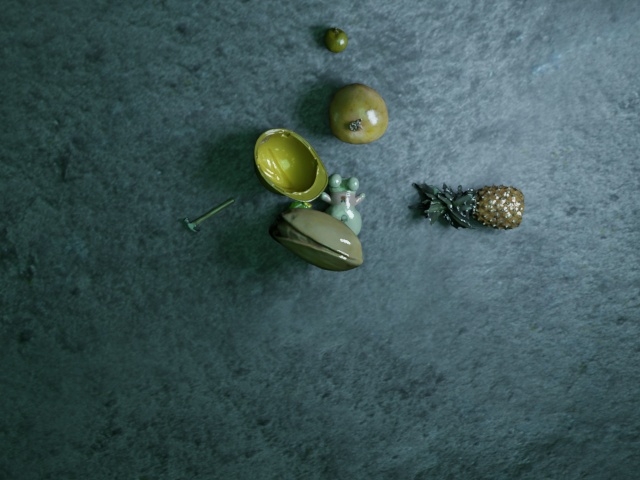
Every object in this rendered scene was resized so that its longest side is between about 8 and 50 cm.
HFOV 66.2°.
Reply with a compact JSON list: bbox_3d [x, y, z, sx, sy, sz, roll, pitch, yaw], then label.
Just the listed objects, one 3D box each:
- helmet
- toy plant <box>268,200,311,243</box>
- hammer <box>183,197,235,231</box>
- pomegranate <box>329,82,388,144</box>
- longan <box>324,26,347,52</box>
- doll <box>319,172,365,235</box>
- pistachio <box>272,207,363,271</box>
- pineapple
[{"bbox_3d":[-0.115,-0.219,1.553,0.257,0.140,0.205,45,63,-10],"label":"helmet"},{"bbox_3d":[-0.094,-0.065,1.624,0.092,0.093,0.162,38,99,-14],"label":"toy plant"},{"bbox_3d":[-0.363,-0.087,1.634,0.182,0.017,0.062,-30,106,3],"label":"hammer"},{"bbox_3d":[0.117,-0.384,1.503,0.191,0.191,0.192,-1,106,-4],"label":"pomegranate"},{"bbox_3d":[0.047,-0.611,1.486,0.075,0.083,0.075,0,67,-1],"label":"longan"},{"bbox_3d":[0.074,-0.096,1.626,0.154,0.113,0.275,-4,113,-7],"label":"doll"},{"bbox_3d":[0.000,0.000,1.517,0.292,0.181,0.162,29,104,0],"label":"pistachio"},{"bbox_3d":[0.482,-0.112,1.641,0.364,0.165,0.166,2,106,4],"label":"pineapple"}]
